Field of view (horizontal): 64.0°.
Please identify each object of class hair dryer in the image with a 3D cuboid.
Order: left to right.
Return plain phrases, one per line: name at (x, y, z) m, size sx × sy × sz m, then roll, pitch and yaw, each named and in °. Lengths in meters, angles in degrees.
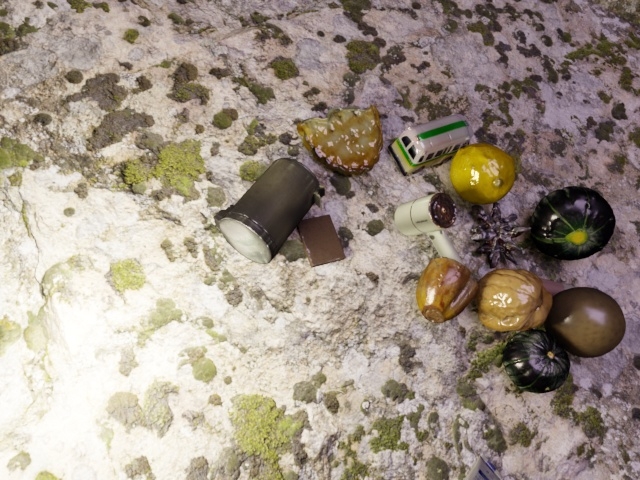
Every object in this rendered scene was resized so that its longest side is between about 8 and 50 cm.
hair dryer at (0.428, 0.009, 1.814) m, size 0.128 × 0.203 × 0.362 m, roll -37°, pitch 101°, yaw -27°

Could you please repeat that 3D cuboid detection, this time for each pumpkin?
pumpkin at (0.726, 0.406, 1.729) m, size 0.220 × 0.162 × 0.221 m, roll 9°, pitch 61°, yaw -18°
pumpkin at (0.955, -0.080, 1.961) m, size 0.295 × 0.296 × 0.296 m, roll 7°, pitch 66°, yaw -15°

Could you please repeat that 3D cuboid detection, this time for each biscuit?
biscuit at (0.075, -0.399, 1.924) m, size 0.335 × 0.078 × 0.329 m, roll 16°, pitch 66°, yaw -10°

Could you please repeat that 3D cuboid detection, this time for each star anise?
star anise at (0.664, -0.030, 1.927) m, size 0.212 × 0.129 × 0.283 m, roll 13°, pitch 59°, yaw 7°

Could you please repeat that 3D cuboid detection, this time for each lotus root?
lotus root at (0.412, 0.179, 1.706) m, size 0.188 × 0.199 × 0.180 m, roll 30°, pitch 57°, yaw 5°

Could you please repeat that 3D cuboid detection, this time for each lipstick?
lipstick at (0.861, 0.185, 1.917) m, size 0.254 × 0.070 × 0.070 m, roll 14°, pitch 64°, yaw -11°

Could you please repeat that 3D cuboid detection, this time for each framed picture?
framed picture at (0.000, 0.000, 1.753) m, size 0.127 × 0.023 × 0.169 m, roll -13°, pitch 72°, yaw -23°

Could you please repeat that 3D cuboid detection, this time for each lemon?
lemon at (0.604, -0.252, 1.926) m, size 0.233 × 0.234 × 0.288 m, roll 12°, pitch 25°, yaw -12°

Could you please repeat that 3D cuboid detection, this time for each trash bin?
trash bin at (-0.158, -0.101, 1.647) m, size 0.252 × 0.203 × 0.301 m, roll 27°, pitch 60°, yaw 16°

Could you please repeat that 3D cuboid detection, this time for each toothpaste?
toothpaste at (0.454, 0.773, 1.551) m, size 0.266 × 0.061 × 0.096 m, roll -34°, pitch 79°, yaw -34°

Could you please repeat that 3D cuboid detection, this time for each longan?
longan at (0.922, 0.285, 1.798) m, size 0.258 × 0.258 × 0.258 m, roll 7°, pitch 66°, yaw -15°

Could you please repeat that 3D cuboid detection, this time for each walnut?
walnut at (0.643, 0.205, 1.745) m, size 0.224 × 0.257 × 0.257 m, roll 39°, pitch 60°, yaw -21°

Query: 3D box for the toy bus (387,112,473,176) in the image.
toy bus at (0.437, -0.380, 1.966) m, size 0.305 × 0.179 × 0.143 m, roll -20°, pitch 75°, yaw -24°
